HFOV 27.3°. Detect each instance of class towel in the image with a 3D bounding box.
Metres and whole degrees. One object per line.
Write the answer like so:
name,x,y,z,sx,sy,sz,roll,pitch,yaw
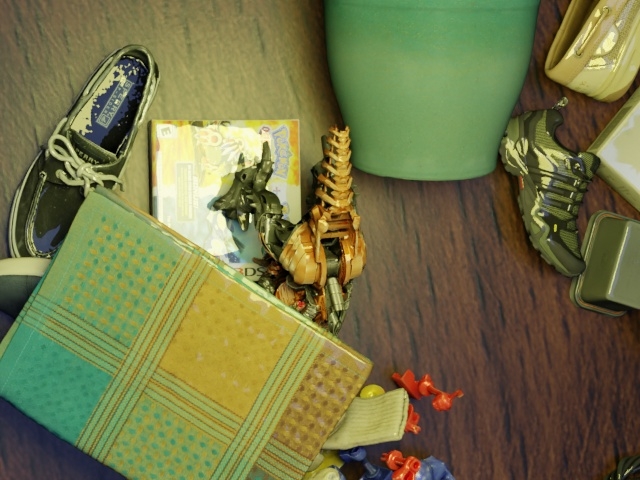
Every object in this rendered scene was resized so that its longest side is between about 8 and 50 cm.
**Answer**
towel,-0.163,0.147,1.474,0.370,0.040,0.271,32,96,0

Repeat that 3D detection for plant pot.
plant pot,0.129,-0.210,1.582,0.272,0.271,0.255,-1,104,-11

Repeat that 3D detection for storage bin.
storage bin,0.397,0.034,1.711,0.098,0.091,0.135,17,88,-11

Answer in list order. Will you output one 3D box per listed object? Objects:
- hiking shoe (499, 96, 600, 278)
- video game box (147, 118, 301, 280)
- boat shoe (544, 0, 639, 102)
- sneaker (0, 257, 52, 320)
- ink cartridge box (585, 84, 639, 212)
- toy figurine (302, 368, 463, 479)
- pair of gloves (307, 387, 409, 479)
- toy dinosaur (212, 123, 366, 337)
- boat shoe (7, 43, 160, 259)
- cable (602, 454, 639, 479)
hiking shoe,0.309,-0.065,1.680,0.114,0.086,0.226,-21,94,18
video game box,-0.118,-0.048,1.633,0.187,0.048,0.205,-2,91,-14
boat shoe,0.385,-0.353,1.688,0.110,0.122,0.341,19,88,-17
sneaker,-0.252,0.143,1.547,0.350,0.131,0.148,24,61,-10
ink cartridge box,0.539,-0.137,1.752,0.261,0.066,0.296,41,83,-7
toy figurine,0.087,0.363,1.600,0.217,0.191,0.362,49,64,-23
pair of gloves,-0.012,0.268,1.549,0.042,0.204,0.240,54,44,-33
toy dinosaur,0.000,0.000,1.517,0.164,0.218,0.322,12,128,-34
boat shoe,-0.279,-0.094,1.571,0.113,0.105,0.306,33,84,-9
cable,0.421,0.375,1.739,0.150,0.047,0.184,40,84,-9
